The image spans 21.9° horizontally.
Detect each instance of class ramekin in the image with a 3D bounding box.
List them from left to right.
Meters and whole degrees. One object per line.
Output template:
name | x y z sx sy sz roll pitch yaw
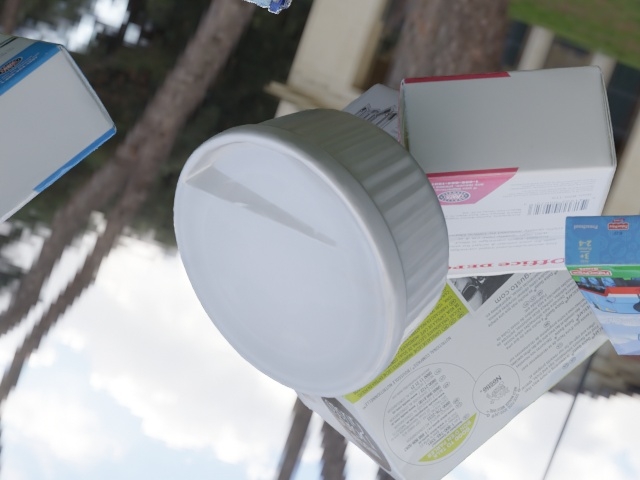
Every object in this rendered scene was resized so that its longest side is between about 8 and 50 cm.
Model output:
ramekin | 0.000 0.000 1.551 0.273 0.273 0.127 27 -138 31

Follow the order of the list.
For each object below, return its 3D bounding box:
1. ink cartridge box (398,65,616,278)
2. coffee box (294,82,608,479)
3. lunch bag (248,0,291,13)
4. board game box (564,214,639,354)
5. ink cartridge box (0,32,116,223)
ink cartridge box | 0.184 -0.064 1.731 0.207 0.117 0.283 -4 159 1
coffee box | 0.098 0.054 2.090 0.334 0.338 0.337 57 168 -27
lunch bag | -0.038 -0.403 2.044 0.090 0.176 0.219 22 -124 -3
board game box | 0.260 0.033 1.095 0.160 0.039 0.211 -1 162 20
ink cartridge box | -0.252 -0.079 1.194 0.082 0.139 0.190 57 162 -24
